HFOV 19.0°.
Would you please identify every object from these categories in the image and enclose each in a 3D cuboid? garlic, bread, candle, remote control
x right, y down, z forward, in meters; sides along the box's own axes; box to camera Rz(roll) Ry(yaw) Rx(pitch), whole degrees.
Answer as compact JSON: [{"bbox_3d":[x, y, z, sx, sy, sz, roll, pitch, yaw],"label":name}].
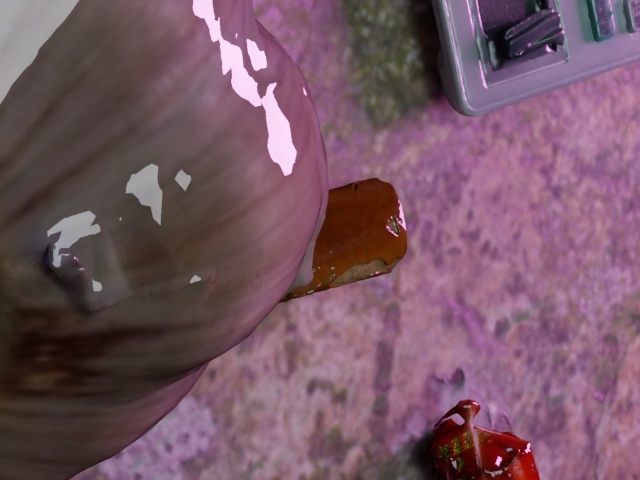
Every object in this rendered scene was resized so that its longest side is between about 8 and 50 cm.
[{"bbox_3d":[-0.156,-0.033,0.592,0.322,0.322,0.241,17,55,-39],"label":"garlic"},{"bbox_3d":[0.000,0.000,0.883,0.083,0.036,0.047,-14,92,-38],"label":"bread"},{"bbox_3d":[0.089,0.138,0.952,0.052,0.052,0.130,-30,109,-36],"label":"candle"},{"bbox_3d":[0.166,-0.150,1.011,0.293,0.051,0.103,-21,104,-34],"label":"remote control"}]
